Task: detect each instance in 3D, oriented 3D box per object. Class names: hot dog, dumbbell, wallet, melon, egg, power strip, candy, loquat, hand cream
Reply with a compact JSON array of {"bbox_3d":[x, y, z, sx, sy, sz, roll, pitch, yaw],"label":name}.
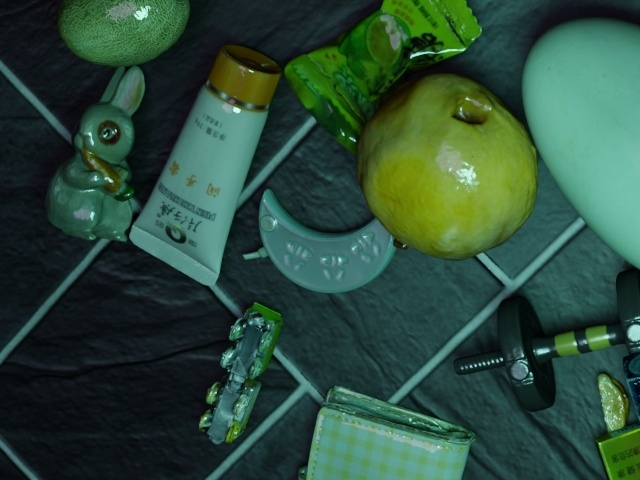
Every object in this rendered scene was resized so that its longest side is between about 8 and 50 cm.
[{"bbox_3d":[0.366,0.206,1.768,0.034,0.030,0.090,-12,96,18],"label":"hot dog"},{"bbox_3d":[0.315,0.120,1.709,0.326,0.143,0.143,-15,95,20],"label":"dumbbell"},{"bbox_3d":[0.069,0.367,1.878,0.223,0.077,0.309,15,105,11],"label":"wallet"},{"bbox_3d":[-0.246,-0.293,1.818,0.192,0.139,0.139,-17,95,23],"label":"melon"},{"bbox_3d":[0.378,-0.101,1.602,0.230,0.230,0.371,-45,80,20],"label":"egg"},{"bbox_3d":[0.000,0.000,1.843,0.216,0.044,0.137,0,101,18],"label":"power strip"},{"bbox_3d":[0.082,-0.232,1.760,0.246,0.069,0.149,-42,81,28],"label":"candy"},{"bbox_3d":[0.152,-0.086,1.683,0.238,0.193,0.238,25,139,23],"label":"loquat"},{"bbox_3d":[-0.149,-0.102,1.858,0.140,0.089,0.314,27,115,14],"label":"hand cream"}]

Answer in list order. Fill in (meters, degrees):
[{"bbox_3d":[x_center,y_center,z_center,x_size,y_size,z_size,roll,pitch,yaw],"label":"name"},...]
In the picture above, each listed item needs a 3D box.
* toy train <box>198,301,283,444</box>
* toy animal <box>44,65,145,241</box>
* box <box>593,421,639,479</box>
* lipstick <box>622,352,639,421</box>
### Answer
[{"bbox_3d":[-0.105,0.178,1.894,0.060,0.081,0.202,25,114,13],"label":"toy train"},{"bbox_3d":[-0.300,-0.114,1.886,0.138,0.108,0.236,8,101,27],"label":"toy animal"},{"bbox_3d":[0.423,0.314,1.749,0.121,0.030,0.193,-19,95,0],"label":"box"},{"bbox_3d":[0.416,0.267,1.660,0.051,0.051,0.312,-17,116,12],"label":"lipstick"}]
